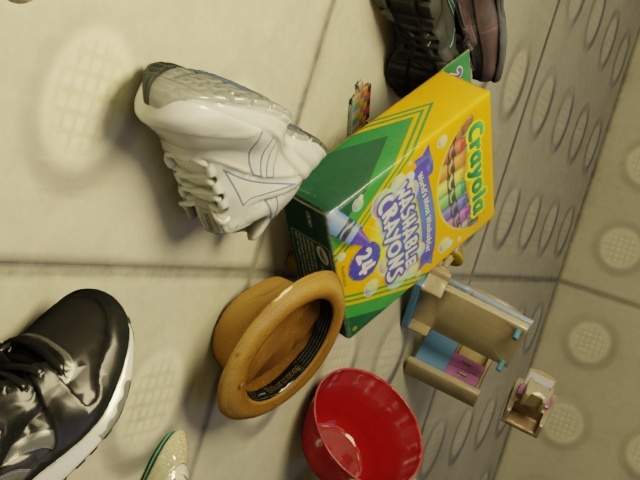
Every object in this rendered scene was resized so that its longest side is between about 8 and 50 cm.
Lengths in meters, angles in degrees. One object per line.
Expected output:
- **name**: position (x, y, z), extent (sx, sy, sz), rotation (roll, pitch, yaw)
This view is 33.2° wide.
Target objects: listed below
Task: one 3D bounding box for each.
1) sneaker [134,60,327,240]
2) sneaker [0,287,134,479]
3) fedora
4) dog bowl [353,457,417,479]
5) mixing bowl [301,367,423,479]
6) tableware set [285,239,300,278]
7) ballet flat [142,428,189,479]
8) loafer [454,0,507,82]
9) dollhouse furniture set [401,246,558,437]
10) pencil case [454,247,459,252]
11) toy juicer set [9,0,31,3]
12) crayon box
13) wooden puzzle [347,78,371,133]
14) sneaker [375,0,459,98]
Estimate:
- **sneaker**: position (-0.082, -0.070, 0.968), extent (0.129, 0.111, 0.297), rotation (-64, 157, -1)
- **sneaker**: position (-0.237, 0.128, 0.763), extent (0.283, 0.107, 0.124), rotation (-57, 148, -31)
- **fedora**: position (-0.057, 0.102, 1.175), extent (0.194, 0.079, 0.194), rotation (-36, 146, -29)
- **dog bowl**: position (0.069, 0.473, 1.476), extent (0.349, 0.349, 0.102), rotation (-40, 168, -53)
- **mixing bowl**: position (0.041, 0.280, 1.495), extent (0.098, 0.181, 0.181), rotation (-45, 177, 38)
- **tableware set**: position (0.000, 0.000, 1.329), extent (0.154, 0.024, 0.104), rotation (-34, 134, -55)
- **ballet flat**: position (-0.167, 0.280, 1.112), extent (0.168, 0.052, 0.057), rotation (-63, 157, -19)
- **loafer**: position (0.210, -0.330, 1.501), extent (0.302, 0.095, 0.109), rotation (78, 7, -60)
- **dollhouse furniture set**: position (0.305, 0.128, 1.798), extent (0.198, 0.286, 0.303), rotation (-57, 166, -32)
- **pencil case**: position (0.183, -0.089, 1.601), extent (0.086, 0.088, 0.206), rotation (-52, 153, -55)
- **toy juicer set**: position (-0.168, -0.268, 0.638), extent (0.209, 0.089, 0.329), rotation (100, 11, -54)
- **crayon box**: position (0.107, -0.059, 1.283), extent (0.323, 0.083, 0.203), rotation (-39, 140, -26)
- **wooden puzzle**: position (0.048, -0.163, 1.327), extent (0.049, 0.006, 0.083), rotation (-46, 147, -47)
- **sneaker**: position (0.137, -0.266, 1.332), extent (0.267, 0.101, 0.106), rotation (75, 36, -56)
